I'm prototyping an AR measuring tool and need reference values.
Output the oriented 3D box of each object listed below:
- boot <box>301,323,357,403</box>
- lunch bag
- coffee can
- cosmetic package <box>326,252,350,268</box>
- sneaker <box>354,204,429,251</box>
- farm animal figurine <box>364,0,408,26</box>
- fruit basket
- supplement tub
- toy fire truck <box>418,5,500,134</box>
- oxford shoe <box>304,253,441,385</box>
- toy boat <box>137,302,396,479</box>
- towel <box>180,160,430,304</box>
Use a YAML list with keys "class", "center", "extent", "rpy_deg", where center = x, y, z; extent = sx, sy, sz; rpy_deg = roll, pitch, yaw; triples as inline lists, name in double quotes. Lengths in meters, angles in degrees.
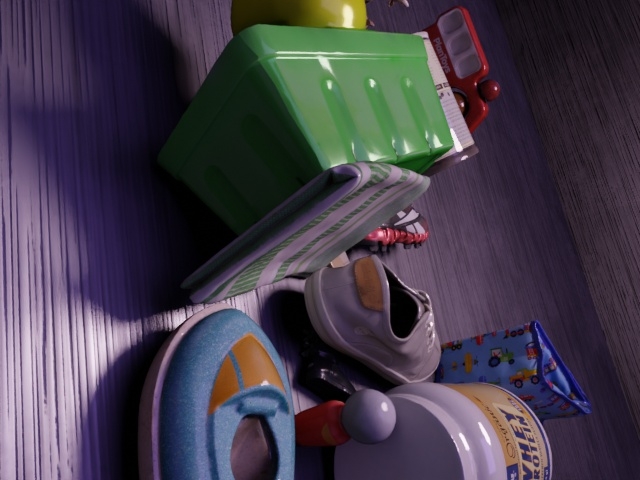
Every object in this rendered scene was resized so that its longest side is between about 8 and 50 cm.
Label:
- class: "boot"
  center: [0.018, 0.184, 0.833]
  extent: [0.121, 0.045, 0.099]
  rpy_deg: [44, 34, -36]
- class: "lunch bag"
  center: [0.403, 0.316, 1.146]
  extent: [0.293, 0.220, 0.138]
  rpy_deg: [44, 40, -32]
- class: "coffee can"
  center: [0.195, -0.274, 1.204]
  extent: [0.201, 0.201, 0.276]
  rpy_deg: [-31, 98, -57]
- class: "cosmetic package"
  center: [0.000, 0.000, 0.912]
  extent: [0.060, 0.041, 0.115]
  rpy_deg: [-28, 95, -58]
- class: "sneaker"
  center: [0.138, -0.052, 1.064]
  extent: [0.276, 0.097, 0.135]
  rpy_deg: [-2, 99, -55]
- class: "farm animal figurine"
  center: [0.118, -0.587, 1.271]
  extent: [0.172, 0.330, 0.327]
  rpy_deg: [45, 11, -27]
- class: "fruit basket"
  center: [-0.029, -0.219, 0.742]
  extent: [0.391, 0.283, 0.392]
  rpy_deg: [22, 48, -27]
- class: "supplement tub"
  center: [0.187, 0.327, 0.823]
  extent: [0.316, 0.228, 0.229]
  rpy_deg: [18, 58, -50]
- class: "toy fire truck"
  center: [0.288, -0.373, 1.350]
  extent: [0.169, 0.253, 0.302]
  rpy_deg: [-18, 87, -57]
- class: "oxford shoe"
  center: [0.135, 0.138, 0.921]
  extent: [0.449, 0.130, 0.169]
  rpy_deg: [35, 36, -54]
- class: "toy boat"
  center: [-0.049, 0.204, 0.624]
  extent: [0.318, 0.148, 0.268]
  rpy_deg: [19, 56, -49]
- class: "towel"
  center: [0.006, -0.011, 0.699]
  extent: [0.038, 0.247, 0.324]
  rpy_deg: [57, 20, 12]
